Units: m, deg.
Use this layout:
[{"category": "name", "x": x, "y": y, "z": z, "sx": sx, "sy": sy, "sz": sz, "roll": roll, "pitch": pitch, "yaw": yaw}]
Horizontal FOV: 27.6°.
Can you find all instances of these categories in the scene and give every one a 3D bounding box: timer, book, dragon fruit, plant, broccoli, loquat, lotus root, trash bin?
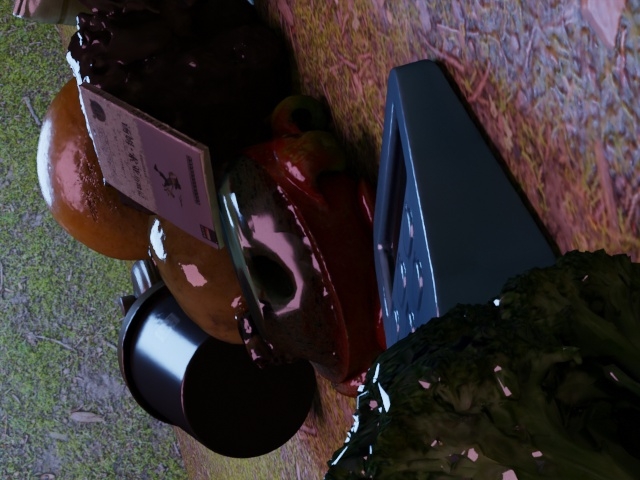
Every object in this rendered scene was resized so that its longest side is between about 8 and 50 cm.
[{"category": "timer", "x": 0.078, "y": 0.021, "z": 0.967, "sx": 0.231, "sy": 0.091, "sz": 0.250, "roll": 91, "pitch": 162, "yaw": -49}, {"category": "book", "x": -0.165, "y": -0.073, "z": 1.268, "sx": 0.182, "sy": 0.014, "sz": 0.127, "roll": 30, "pitch": 143, "yaw": 33}, {"category": "dragon fruit", "x": -0.014, "y": 0.008, "z": 1.238, "sx": 0.268, "sy": 0.130, "sz": 0.295, "roll": 103, "pitch": 149, "yaw": -71}, {"category": "plant", "x": -0.157, "y": -0.197, "z": 1.375, "sx": 0.213, "sy": 0.215, "sz": 0.312, "roll": -133, "pitch": 26, "yaw": -55}, {"category": "broccoli", "x": 0.129, "y": 0.150, "z": 0.667, "sx": 0.245, "sy": 0.265, "sz": 0.294, "roll": 13, "pitch": 88, "yaw": 43}, {"category": "loquat", "x": -0.239, "y": -0.105, "z": 1.689, "sx": 0.263, "sy": 0.263, "sz": 0.263, "roll": 165, "pitch": 90, "yaw": -76}, {"category": "lotus root", "x": -0.095, "y": 0.030, "z": 1.466, "sx": 0.310, "sy": 0.183, "sz": 0.182, "roll": -124, "pitch": 24, "yaw": -53}, {"category": "trash bin", "x": -0.146, "y": 0.157, "z": 1.727, "sx": 0.334, "sy": 0.214, "sz": 0.214, "roll": 17, "pitch": 121, "yaw": 64}]

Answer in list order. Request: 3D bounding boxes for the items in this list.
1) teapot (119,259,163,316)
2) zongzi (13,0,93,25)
[{"category": "teapot", "x": -0.223, "y": 0.070, "z": 1.992, "sx": 0.185, "sy": 0.175, "sz": 0.267, "roll": 93, "pitch": 157, "yaw": -45}, {"category": "zongzi", "x": -0.420, "y": -0.601, "z": 2.132, "sx": 0.447, "sy": 0.182, "sz": 0.418, "roll": -116, "pitch": 33, "yaw": -47}]
